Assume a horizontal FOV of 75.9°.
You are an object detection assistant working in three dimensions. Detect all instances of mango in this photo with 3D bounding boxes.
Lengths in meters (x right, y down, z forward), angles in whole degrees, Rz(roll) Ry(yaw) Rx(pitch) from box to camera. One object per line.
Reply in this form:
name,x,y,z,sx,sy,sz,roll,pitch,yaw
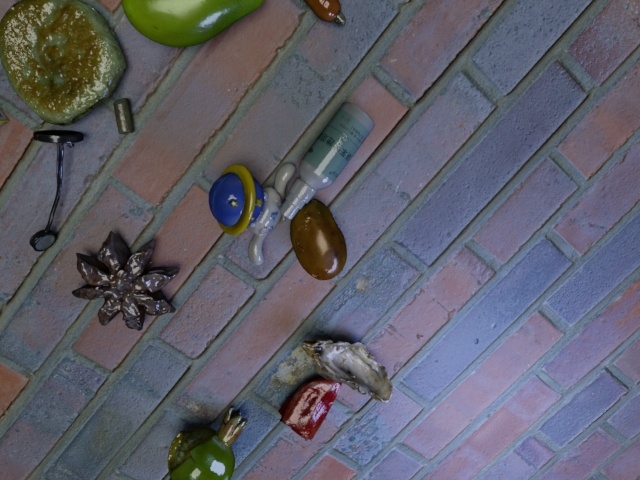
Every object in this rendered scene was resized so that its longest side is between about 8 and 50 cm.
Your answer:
mango,0.000,0.000,1.219,0.156,0.151,0.249,-22,103,-30
mango,-0.304,-0.586,1.001,0.343,0.156,0.192,-12,110,-2

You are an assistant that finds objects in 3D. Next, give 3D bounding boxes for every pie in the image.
pie,-0.674,-0.470,1.061,0.323,0.070,0.323,0,104,-1

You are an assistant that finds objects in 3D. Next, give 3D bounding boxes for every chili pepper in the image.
chili pepper,-0.029,0.544,1.404,0.144,0.136,0.253,35,93,32

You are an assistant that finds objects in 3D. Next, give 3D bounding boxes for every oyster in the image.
oyster,0.084,0.413,1.351,0.341,0.110,0.166,18,72,-11

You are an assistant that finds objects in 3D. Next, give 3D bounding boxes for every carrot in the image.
carrot,-0.061,-0.671,1.042,0.336,0.069,0.069,40,101,-11

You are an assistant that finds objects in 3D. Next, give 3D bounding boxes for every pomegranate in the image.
pomegranate,-0.365,0.709,1.378,0.302,0.236,0.236,-43,107,-19

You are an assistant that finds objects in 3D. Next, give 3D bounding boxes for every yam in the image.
yam,-0.538,-0.340,1.120,0.043,0.043,0.094,-4,109,-3

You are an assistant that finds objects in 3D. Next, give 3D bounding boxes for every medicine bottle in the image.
medicine bottle,0.004,-0.211,1.140,0.110,0.110,0.352,36,95,-13

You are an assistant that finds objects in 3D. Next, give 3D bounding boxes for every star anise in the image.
star anise,-0.585,0.132,1.225,0.331,0.117,0.332,-1,102,-6

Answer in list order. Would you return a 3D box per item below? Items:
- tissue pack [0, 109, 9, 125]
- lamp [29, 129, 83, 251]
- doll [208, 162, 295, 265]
tissue pack,-0.916,-0.372,1.059,0.062,0.095,0.176,-28,107,6
lamp,-0.765,-0.151,1.158,0.108,0.130,0.371,33,117,10
doll,-0.214,-0.075,1.167,0.159,0.242,0.311,18,109,26
